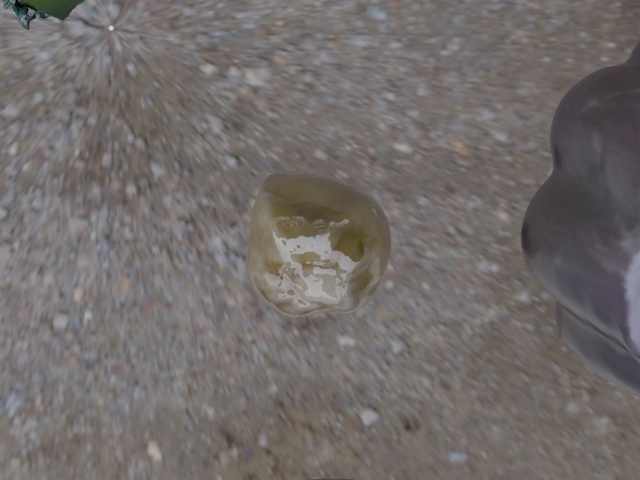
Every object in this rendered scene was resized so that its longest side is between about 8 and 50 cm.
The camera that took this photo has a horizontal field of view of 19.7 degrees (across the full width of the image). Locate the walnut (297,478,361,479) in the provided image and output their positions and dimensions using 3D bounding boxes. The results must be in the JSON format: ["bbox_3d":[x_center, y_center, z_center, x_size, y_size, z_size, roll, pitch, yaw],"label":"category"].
[{"bbox_3d":[-0.004,0.277,1.181,0.203,0.203,0.298,15,129,-8],"label":"walnut"}]

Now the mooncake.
[{"bbox_3d":[0.281,-0.013,1.282,0.306,0.154,0.306,-15,116,-33],"label":"mooncake"}]

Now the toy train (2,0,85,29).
[{"bbox_3d":[-0.153,-0.194,1.107,0.038,0.071,0.148,26,62,-29],"label":"toy train"}]

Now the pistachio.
[{"bbox_3d":[0.000,0.000,1.447,0.108,0.185,0.126,-38,83,17],"label":"pistachio"}]
